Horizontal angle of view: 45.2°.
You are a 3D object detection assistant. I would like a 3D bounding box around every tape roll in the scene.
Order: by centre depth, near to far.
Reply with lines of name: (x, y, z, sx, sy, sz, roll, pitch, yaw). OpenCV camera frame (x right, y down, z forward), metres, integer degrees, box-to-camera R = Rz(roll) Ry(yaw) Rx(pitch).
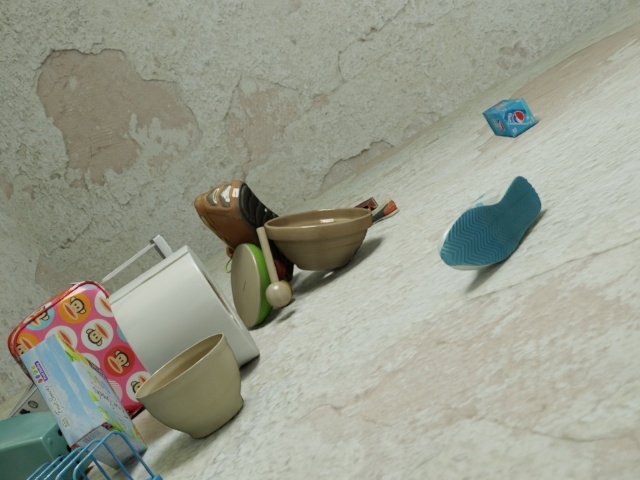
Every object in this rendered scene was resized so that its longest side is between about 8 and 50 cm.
tape roll: (-0.246, 0.154, 1.402, 0.169, 0.246, 0.246, -35, 8, -5)

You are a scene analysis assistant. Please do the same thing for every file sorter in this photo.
file sorter: (-0.333, 0.352, 1.064, 0.170, 0.104, 0.118, -29, 8, 29)
file sorter: (-0.359, 0.148, 1.763, 0.173, 0.278, 0.193, -37, 9, -13)

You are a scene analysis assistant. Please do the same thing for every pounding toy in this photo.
pounding toy: (-0.107, 0.084, 1.660, 0.110, 0.183, 0.237, -5, -17, -26)

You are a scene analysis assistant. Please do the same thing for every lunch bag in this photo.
lunch bag: (-0.461, 0.231, 1.583, 0.258, 0.293, 0.120, -41, 11, -29)

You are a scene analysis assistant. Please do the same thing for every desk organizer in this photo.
desk organizer: (0.094, -0.061, 2.045, 0.130, 0.047, 0.050, -29, 12, 30)

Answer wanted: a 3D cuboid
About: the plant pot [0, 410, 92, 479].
plant pot: (-0.542, 0.410, 1.375, 0.234, 0.165, 0.166, -24, 10, 12)

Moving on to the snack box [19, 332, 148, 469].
snack box: (-0.372, 0.262, 1.224, 0.070, 0.174, 0.207, -35, -25, -9)

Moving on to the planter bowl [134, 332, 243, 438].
planter bowl: (-0.185, 0.232, 1.177, 0.162, 0.109, 0.162, -33, 8, 5)

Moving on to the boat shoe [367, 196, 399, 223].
boat shoe: (0.139, -0.069, 1.927, 0.137, 0.043, 0.049, -26, 13, 50)

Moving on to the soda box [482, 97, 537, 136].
soda box: (0.473, -0.310, 1.937, 0.067, 0.071, 0.210, -32, 8, 5)

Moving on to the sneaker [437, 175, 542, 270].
sneaker: (0.235, -0.013, 1.114, 0.228, 0.087, 0.092, -31, -2, -43)

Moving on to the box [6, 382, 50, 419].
box: (-0.727, 0.389, 2.123, 0.290, 0.087, 0.169, -45, 15, 23)

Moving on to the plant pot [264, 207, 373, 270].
plant pot: (0.000, 0.000, 1.684, 0.237, 0.110, 0.237, -6, 11, 1)

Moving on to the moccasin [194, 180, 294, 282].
moccasin: (-0.167, -0.002, 1.784, 0.147, 0.139, 0.380, -8, -25, 20)
